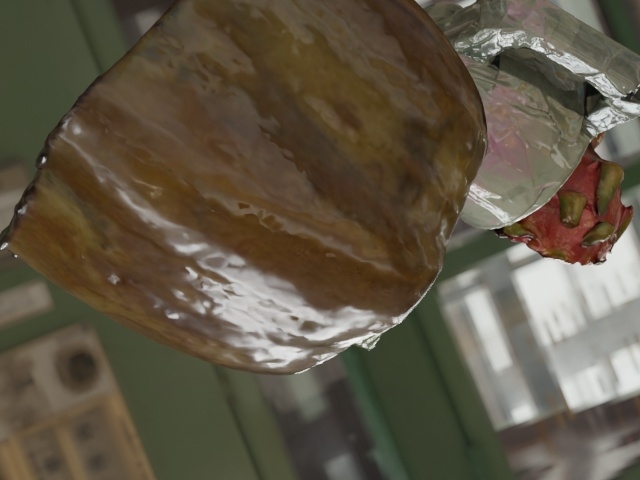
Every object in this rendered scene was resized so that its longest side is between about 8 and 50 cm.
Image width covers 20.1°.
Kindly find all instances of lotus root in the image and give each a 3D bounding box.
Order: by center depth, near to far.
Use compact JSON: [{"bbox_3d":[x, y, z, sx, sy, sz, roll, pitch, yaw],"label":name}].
[{"bbox_3d":[-0.039,-0.051,1.233,0.316,0.250,0.316,-53,-173,10],"label":"lotus root"}]

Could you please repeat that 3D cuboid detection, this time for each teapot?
[{"bbox_3d":[0.140,-0.113,1.518,0.221,0.178,0.163,10,-111,58],"label":"teapot"}]

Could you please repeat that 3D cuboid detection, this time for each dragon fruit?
[{"bbox_3d":[0.247,-0.047,1.814,0.207,0.133,0.150,-64,-177,-38],"label":"dragon fruit"}]

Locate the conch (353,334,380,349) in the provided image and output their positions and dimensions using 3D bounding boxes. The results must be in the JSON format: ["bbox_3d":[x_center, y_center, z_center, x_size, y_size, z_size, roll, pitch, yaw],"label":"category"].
[{"bbox_3d":[0.009,0.021,1.660,0.116,0.173,0.106,-64,-166,-5],"label":"conch"}]
